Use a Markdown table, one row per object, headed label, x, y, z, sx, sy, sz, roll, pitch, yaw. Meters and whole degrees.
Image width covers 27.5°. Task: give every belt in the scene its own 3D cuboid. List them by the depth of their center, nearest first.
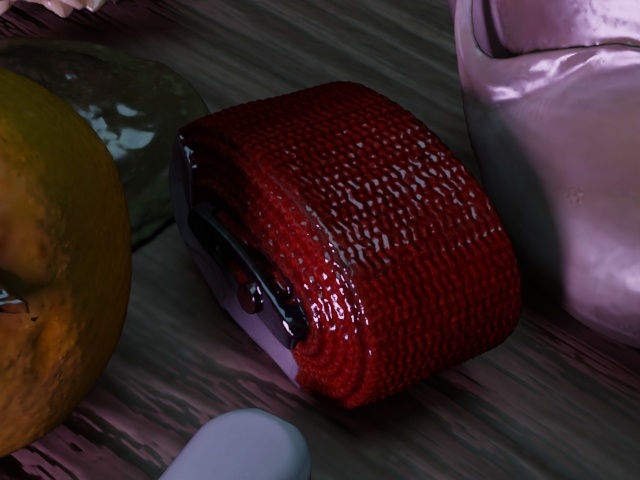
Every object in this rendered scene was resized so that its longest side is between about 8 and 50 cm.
| label | x | y | z | sx | sy | sz | roll | pitch | yaw |
| --- | --- | --- | --- | --- | --- | --- | --- | --- | --- |
| belt | 0.000 | 0.000 | 0.704 | 0.124 | 0.128 | 0.201 | -21 | 47 | -29 |

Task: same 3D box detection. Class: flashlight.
| label | x | y | z | sx | sy | sz | roll | pitch | yaw |
| --- | --- | --- | --- | --- | --- | --- | --- | --- | --- |
| flashlight | -0.070 | 0.147 | 0.584 | 0.093 | 0.047 | 0.200 | 23 | 40 | 20 |

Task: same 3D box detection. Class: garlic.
| label | x | y | z | sx | sy | sz | roll | pitch | yaw |
| --- | --- | --- | --- | --- | --- | --- | --- | --- | --- |
| garlic | 0.173 | -0.078 | 0.735 | 0.340 | 0.246 | 0.231 | 34 | 57 | 10 |

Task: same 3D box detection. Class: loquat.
| label | x | y | z | sx | sy | sz | roll | pitch | yaw |
| --- | --- | --- | --- | --- | --- | --- | --- | --- | --- |
| loquat | -0.193 | 0.011 | 0.614 | 0.208 | 0.208 | 0.208 | 3 | 40 | -2 |

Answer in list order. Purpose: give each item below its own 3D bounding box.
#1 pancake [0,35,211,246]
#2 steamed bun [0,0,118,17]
| label | x | y | z | sx | sy | sz | roll | pitch | yaw |
| --- | --- | --- | --- | --- | --- | --- | --- | --- | --- |
| pancake | -0.186 | -0.066 | 0.825 | 0.242 | 0.050 | 0.242 | 2 | 40 | -2 |
| steamed bun | -0.216 | -0.246 | 0.978 | 0.292 | 0.137 | 0.295 | 14 | 35 | 12 |
